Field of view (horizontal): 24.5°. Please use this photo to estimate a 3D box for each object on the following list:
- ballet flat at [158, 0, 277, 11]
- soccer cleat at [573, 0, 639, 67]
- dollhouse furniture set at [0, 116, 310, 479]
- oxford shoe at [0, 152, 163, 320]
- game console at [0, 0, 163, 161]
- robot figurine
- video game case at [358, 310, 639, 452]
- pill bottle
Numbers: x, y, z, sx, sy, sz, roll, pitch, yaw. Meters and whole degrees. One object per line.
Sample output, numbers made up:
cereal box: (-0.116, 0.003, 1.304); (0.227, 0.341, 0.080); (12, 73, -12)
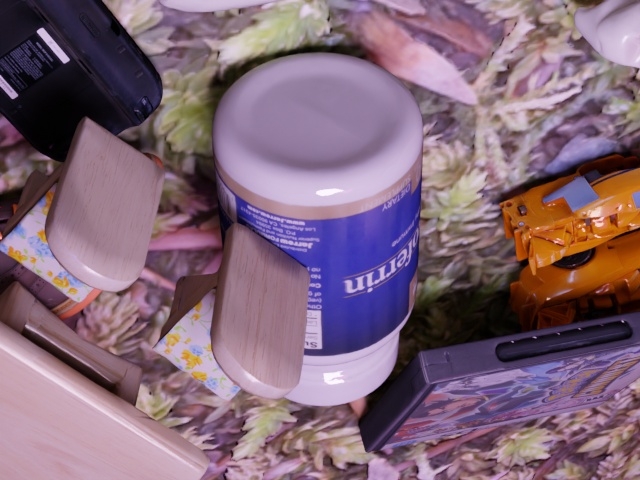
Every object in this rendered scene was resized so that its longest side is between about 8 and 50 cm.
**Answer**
ballet flat: (0.073, -0.246, 0.911); (0.400, 0.139, 0.139); (-39, 135, 15)
soccer cleat: (0.280, -0.195, 1.113); (0.196, 0.076, 0.068); (-30, 138, -20)
dollhouse furniture set: (-0.267, 0.104, 0.959); (0.394, 0.256, 0.362); (36, 120, -21)
oxford shoe: (-0.234, 0.012, 1.096); (0.271, 0.097, 0.098); (-36, 130, 16)
game console: (-0.238, -0.170, 0.947); (0.213, 0.044, 0.361); (-28, 137, 9)
robot figurine: (0.306, -0.013, 1.289); (0.291, 0.085, 0.211); (-18, 139, -3)
video game case: (0.180, 0.129, 1.337); (0.248, 0.035, 0.275); (-9, 162, -13)
pill bottle: (0.000, 0.000, 1.132); (0.153, 0.153, 0.264); (-12, 138, -10)
